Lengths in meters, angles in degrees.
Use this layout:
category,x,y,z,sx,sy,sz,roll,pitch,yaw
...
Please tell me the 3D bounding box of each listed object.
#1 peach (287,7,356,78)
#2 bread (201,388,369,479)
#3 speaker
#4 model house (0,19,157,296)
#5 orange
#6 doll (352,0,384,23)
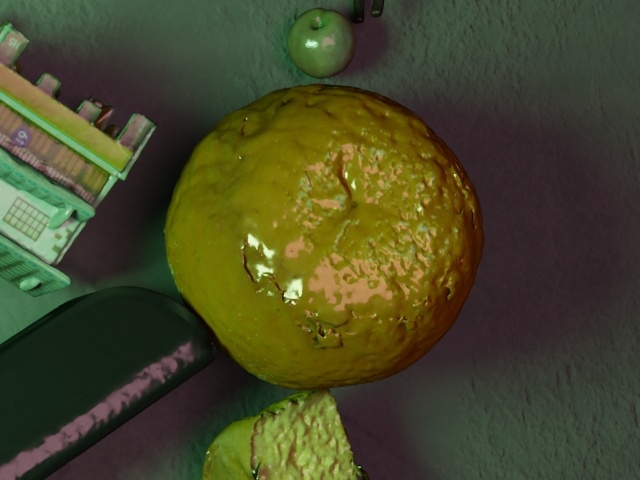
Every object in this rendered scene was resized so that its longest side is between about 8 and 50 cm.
category,x,y,z,sx,sy,sz,roll,pitch,yaw
peach,0.001,-0.228,1.834,0.083,0.083,0.083,1,88,-30
bread,-0.043,0.294,1.756,0.160,0.147,0.261,-33,109,-36
speaker,-0.319,0.145,1.580,0.388,0.180,0.184,-33,100,-27
model house,-0.317,-0.089,1.572,0.224,0.198,0.215,35,84,-26
orange,0.000,0.000,1.701,0.340,0.293,0.341,5,71,-15
doll,0.046,-0.362,1.879,0.139,0.057,0.165,40,65,-20
